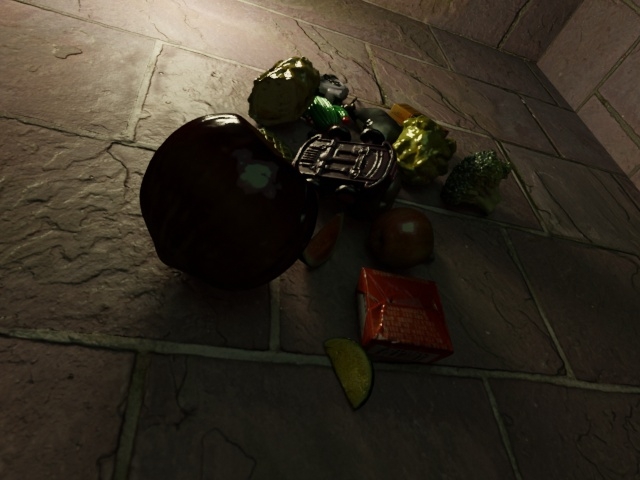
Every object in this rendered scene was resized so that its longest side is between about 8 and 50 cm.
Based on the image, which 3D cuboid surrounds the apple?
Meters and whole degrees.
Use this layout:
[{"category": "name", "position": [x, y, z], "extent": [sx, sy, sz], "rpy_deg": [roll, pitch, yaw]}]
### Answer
[{"category": "apple", "position": [0.243, -0.006, 1.388], "extent": [0.174, 0.188, 0.188], "rpy_deg": [-6, 53, -27]}]

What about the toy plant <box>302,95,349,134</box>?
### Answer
[{"category": "toy plant", "position": [0.031, -0.482, 1.792], "extent": [0.240, 0.088, 0.155], "rpy_deg": [37, 57, 25]}]

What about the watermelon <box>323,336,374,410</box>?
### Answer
[{"category": "watermelon", "position": [0.087, 0.312, 1.121], "extent": [0.092, 0.075, 0.181], "rpy_deg": [-33, 59, 5]}]

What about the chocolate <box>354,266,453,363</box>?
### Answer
[{"category": "chocolate", "position": [0.213, 0.206, 1.231], "extent": [0.238, 0.108, 0.234], "rpy_deg": [11, 46, -16]}]

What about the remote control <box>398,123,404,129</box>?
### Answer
[{"category": "remote control", "position": [0.412, -0.451, 2.000], "extent": [0.234, 0.038, 0.098], "rpy_deg": [25, 39, -3]}]

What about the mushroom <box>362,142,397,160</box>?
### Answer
[{"category": "mushroom", "position": [0.196, -0.289, 1.673], "extent": [0.166, 0.127, 0.166], "rpy_deg": [-3, 65, 6]}]

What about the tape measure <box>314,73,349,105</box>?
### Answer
[{"category": "tape measure", "position": [0.027, -0.639, 1.922], "extent": [0.179, 0.105, 0.196], "rpy_deg": [22, 36, 0]}]

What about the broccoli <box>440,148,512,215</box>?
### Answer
[{"category": "broccoli", "position": [0.619, -0.212, 1.771], "extent": [0.245, 0.288, 0.248], "rpy_deg": [46, 6, -2]}]

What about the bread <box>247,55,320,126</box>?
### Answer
[{"category": "bread", "position": [-0.129, -0.551, 1.686], "extent": [0.239, 0.195, 0.252], "rpy_deg": [-8, 30, 19]}]

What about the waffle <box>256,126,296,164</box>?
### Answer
[{"category": "waffle", "position": [-0.178, -0.295, 1.544], "extent": [0.208, 0.054, 0.214], "rpy_deg": [40, 42, 7]}]

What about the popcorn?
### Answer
[{"category": "popcorn", "position": [0.382, -0.324, 1.749], "extent": [0.242, 0.235, 0.250], "rpy_deg": [33, 83, 10]}]

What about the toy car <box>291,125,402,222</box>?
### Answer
[{"category": "toy car", "position": [0.094, -0.195, 1.472], "extent": [0.341, 0.240, 0.271], "rpy_deg": [14, 62, 23]}]

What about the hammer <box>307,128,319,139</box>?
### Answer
[{"category": "hammer", "position": [0.025, -0.299, 1.663], "extent": [0.137, 0.037, 0.289], "rpy_deg": [-11, 56, -36]}]

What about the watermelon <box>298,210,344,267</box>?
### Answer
[{"category": "watermelon", "position": [0.005, 0.001, 1.310], "extent": [0.063, 0.119, 0.245], "rpy_deg": [30, 42, 19]}]

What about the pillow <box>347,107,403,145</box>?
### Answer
[{"category": "pillow", "position": [0.247, -0.463, 1.877], "extent": [0.186, 0.106, 0.250], "rpy_deg": [-14, 54, -39]}]

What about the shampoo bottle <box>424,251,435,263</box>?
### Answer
[{"category": "shampoo bottle", "position": [0.335, 0.003, 1.531], "extent": [0.080, 0.040, 0.165], "rpy_deg": [13, 46, -13]}]

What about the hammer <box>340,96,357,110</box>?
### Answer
[{"category": "hammer", "position": [0.135, -0.589, 1.954], "extent": [0.058, 0.029, 0.292], "rpy_deg": [-3, 24, 13]}]

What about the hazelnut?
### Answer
[{"category": "hazelnut", "position": [-0.213, -0.093, 1.130], "extent": [0.429, 0.402, 0.402], "rpy_deg": [41, 45, 11]}]

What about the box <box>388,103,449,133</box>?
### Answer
[{"category": "box", "position": [0.420, -0.499, 1.958], "extent": [0.237, 0.070, 0.152], "rpy_deg": [37, 29, 16]}]
